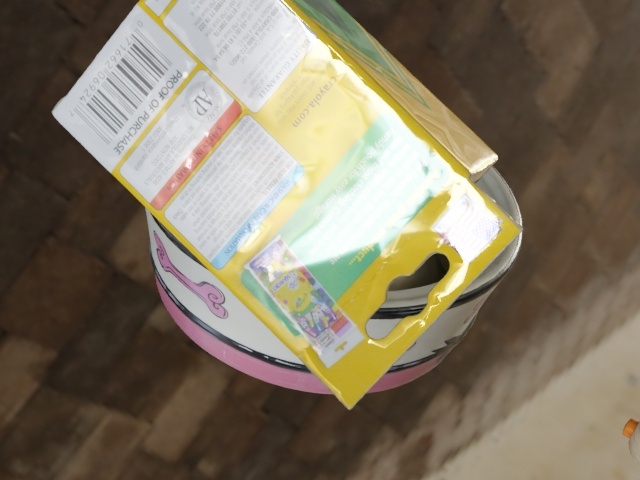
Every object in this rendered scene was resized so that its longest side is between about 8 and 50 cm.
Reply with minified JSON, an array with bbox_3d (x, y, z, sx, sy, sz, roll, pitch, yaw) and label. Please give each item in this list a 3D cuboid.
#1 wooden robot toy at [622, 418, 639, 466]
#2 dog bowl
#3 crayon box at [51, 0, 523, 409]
[{"bbox_3d":[0.222,0.126,0.997,0.173,0.079,0.076,100,16,-54],"label":"wooden robot toy"},{"bbox_3d":[0.000,0.000,1.757,0.408,0.408,0.150,-29,143,-43],"label":"dog bowl"},{"bbox_3d":[-0.019,-0.061,1.231,0.203,0.323,0.083,-48,173,24],"label":"crayon box"}]
